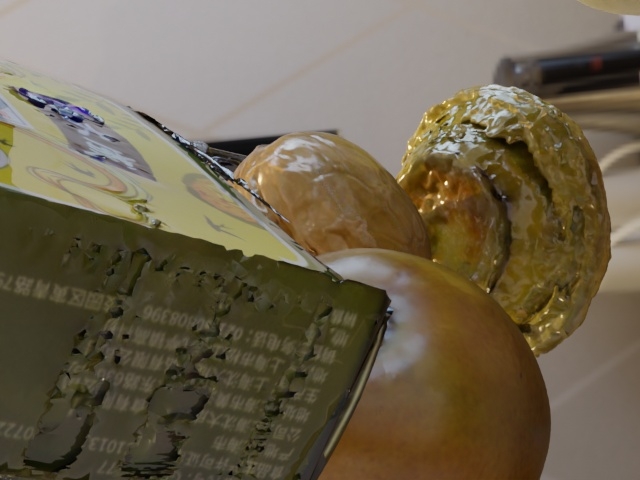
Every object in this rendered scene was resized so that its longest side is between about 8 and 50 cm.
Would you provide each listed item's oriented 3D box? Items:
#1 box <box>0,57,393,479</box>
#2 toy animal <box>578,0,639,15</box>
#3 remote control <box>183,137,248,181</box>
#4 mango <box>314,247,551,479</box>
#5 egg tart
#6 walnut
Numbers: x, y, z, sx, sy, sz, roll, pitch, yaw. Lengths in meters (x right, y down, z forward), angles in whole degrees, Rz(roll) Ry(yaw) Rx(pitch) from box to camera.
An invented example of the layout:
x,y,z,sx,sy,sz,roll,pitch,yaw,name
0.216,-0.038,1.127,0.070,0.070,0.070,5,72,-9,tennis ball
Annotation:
x,y,z,sx,sy,sz,roll,pitch,yaw,name
-0.234,-0.029,0.631,0.373,0.420,0.138,35,104,53,box
0.228,-0.307,1.023,0.251,0.310,0.251,22,-90,-77,toy animal
-0.089,-0.077,1.489,0.090,0.266,0.066,-25,51,59,remote control
0.040,0.148,0.934,0.221,0.264,0.378,62,180,30,mango
0.157,-0.013,1.295,0.294,0.123,0.294,6,98,44,egg tart
0.000,0.000,1.236,0.222,0.195,0.195,53,168,5,walnut
